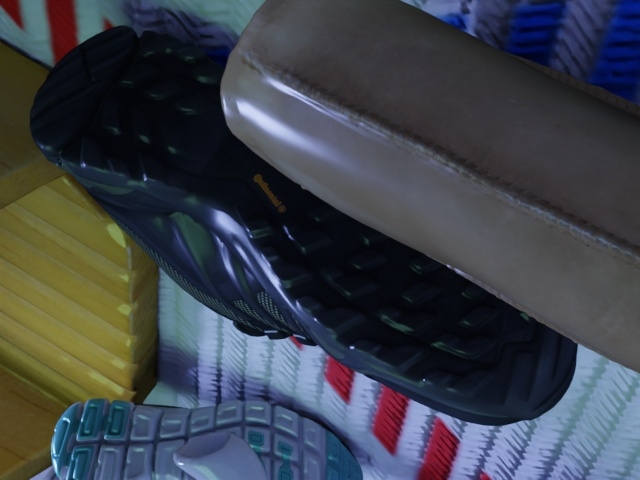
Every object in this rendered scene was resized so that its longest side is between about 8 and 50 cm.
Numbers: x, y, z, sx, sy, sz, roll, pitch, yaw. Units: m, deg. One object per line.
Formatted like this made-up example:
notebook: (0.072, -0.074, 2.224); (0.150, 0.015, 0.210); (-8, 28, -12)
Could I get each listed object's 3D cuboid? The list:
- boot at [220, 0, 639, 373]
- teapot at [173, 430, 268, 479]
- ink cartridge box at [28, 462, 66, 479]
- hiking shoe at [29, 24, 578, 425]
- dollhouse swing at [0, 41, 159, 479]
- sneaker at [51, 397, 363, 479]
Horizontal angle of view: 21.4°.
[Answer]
boot: (0.134, 0.018, 0.489); (0.269, 0.089, 0.236); (29, 179, 40)
teapot: (0.076, 0.208, 0.772); (0.256, 0.187, 0.252); (5, -155, -43)
ink cartridge box: (-0.235, 0.190, 1.165); (0.307, 0.129, 0.223); (12, 146, 38)
hiking shoe: (0.000, 0.000, 0.647); (0.227, 0.086, 0.114); (33, 168, 18)
dollhouse swing: (-0.294, 0.064, 0.830); (0.315, 0.305, 0.347); (31, 153, 10)
sneaker: (-0.055, 0.114, 0.904); (0.166, 0.065, 0.076); (9, 175, 15)
